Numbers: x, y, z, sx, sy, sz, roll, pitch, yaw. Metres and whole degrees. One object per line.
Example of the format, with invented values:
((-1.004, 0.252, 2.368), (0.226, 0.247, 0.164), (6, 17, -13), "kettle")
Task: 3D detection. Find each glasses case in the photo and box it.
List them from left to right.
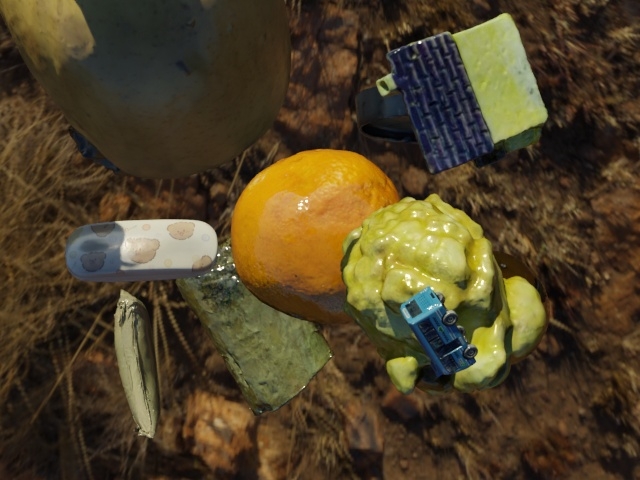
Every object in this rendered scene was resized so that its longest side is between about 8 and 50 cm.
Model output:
((-0.193, 0.011, 1.105), (0.164, 0.063, 0.041), (-2, 154, -2), "glasses case")

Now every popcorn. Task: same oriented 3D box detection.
((0.120, 0.059, 1.126), (0.195, 0.256, 0.255), (-39, 66, -9), "popcorn")

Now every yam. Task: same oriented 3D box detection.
((-0.111, 0.137, 1.802), (0.195, 0.195, 0.300), (-29, 94, 12), "yam")

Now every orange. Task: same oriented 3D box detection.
((0.000, 0.000, 1.446), (0.261, 0.261, 0.261), (1, 110, 2), "orange")
((0.298, 0.117, 1.775), (0.206, 0.206, 0.206), (1, 110, 2), "orange")

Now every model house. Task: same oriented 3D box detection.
((0.179, -0.188, 1.441), (0.211, 0.170, 0.194), (-23, 96, -33), "model house")

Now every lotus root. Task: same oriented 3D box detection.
((-0.110, -0.151, 0.606), (0.183, 0.310, 0.183), (-2, 69, 5), "lotus root")

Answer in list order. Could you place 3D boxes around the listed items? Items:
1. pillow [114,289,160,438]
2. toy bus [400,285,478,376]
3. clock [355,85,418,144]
((-0.257, 0.171, 1.433), (0.053, 0.119, 0.208), (-8, 89, -7), "pillow")
((0.110, 0.086, 0.945), (0.046, 0.038, 0.083), (-32, 121, 2), "toy bus")
((0.213, -0.220, 1.797), (0.313, 0.312, 0.061), (2, 86, 2), "clock")
